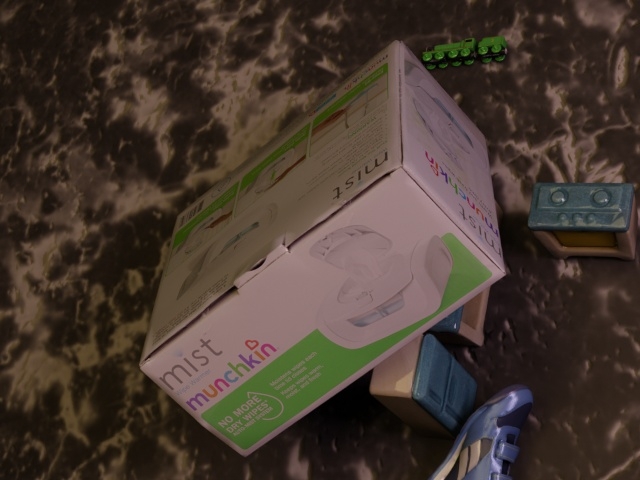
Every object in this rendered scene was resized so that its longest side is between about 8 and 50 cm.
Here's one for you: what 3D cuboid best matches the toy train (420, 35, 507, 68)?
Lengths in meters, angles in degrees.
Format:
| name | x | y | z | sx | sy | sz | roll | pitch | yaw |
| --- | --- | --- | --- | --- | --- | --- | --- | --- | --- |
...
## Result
| name | x | y | z | sx | sy | sz | roll | pitch | yaw |
| --- | --- | --- | --- | --- | --- | --- | --- | --- | --- |
| toy train | 0.132 | -0.174 | 1.213 | 0.083 | 0.017 | 0.024 | -3 | 56 | 24 |

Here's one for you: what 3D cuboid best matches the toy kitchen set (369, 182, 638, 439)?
| name | x | y | z | sx | sy | sz | roll | pitch | yaw |
| --- | --- | --- | --- | --- | --- | --- | --- | --- | --- |
| toy kitchen set | 0.152 | 0.047 | 1.036 | 0.166 | 0.122 | 0.207 | 2 | 68 | 26 |

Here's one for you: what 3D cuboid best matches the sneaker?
| name | x | y | z | sx | sy | sz | roll | pitch | yaw |
| --- | --- | --- | --- | --- | --- | --- | --- | --- | --- |
| sneaker | 0.130 | 0.179 | 1.028 | 0.059 | 0.053 | 0.144 | 34 | 93 | 34 |

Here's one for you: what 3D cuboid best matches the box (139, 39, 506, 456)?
| name | x | y | z | sx | sy | sz | roll | pitch | yaw |
| --- | --- | --- | --- | --- | --- | --- | --- | --- | --- |
| box | 0.000 | 0.000 | 1.039 | 0.262 | 0.127 | 0.231 | -37 | 23 | 20 |
